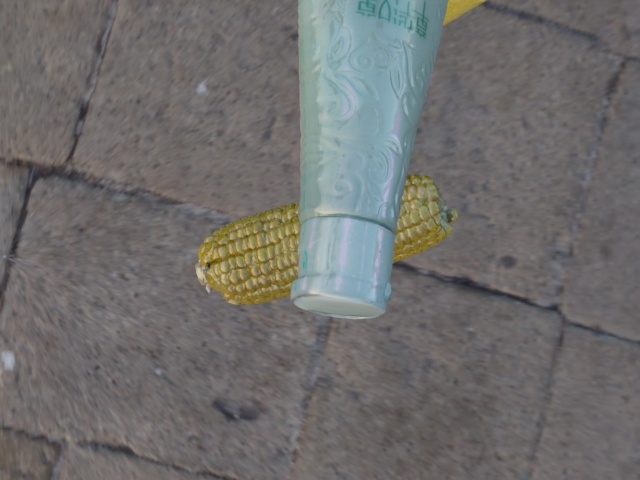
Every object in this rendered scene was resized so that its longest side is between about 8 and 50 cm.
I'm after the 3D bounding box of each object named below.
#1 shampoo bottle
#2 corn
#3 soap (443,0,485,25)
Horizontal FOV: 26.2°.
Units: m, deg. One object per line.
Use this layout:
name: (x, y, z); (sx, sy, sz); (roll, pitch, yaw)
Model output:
shampoo bottle: (0.016, -0.065, 0.520); (0.069, 0.041, 0.190); (19, 70, -33)
corn: (0.000, 0.000, 1.180); (0.238, 0.080, 0.080); (-17, 94, 18)
soap: (0.108, -0.401, 1.599); (0.115, 0.427, 0.306); (-17, 76, -50)
